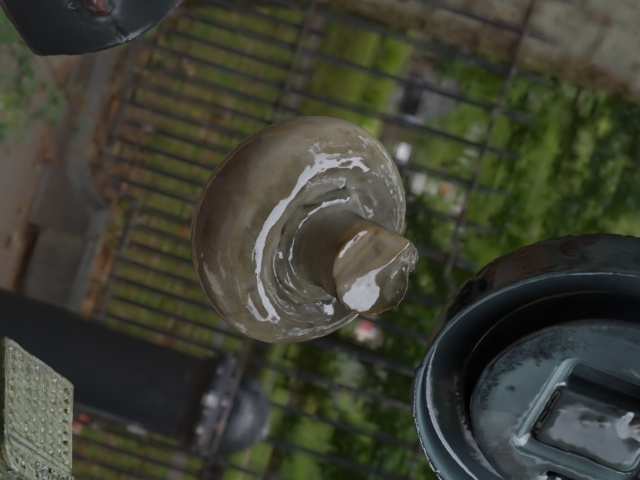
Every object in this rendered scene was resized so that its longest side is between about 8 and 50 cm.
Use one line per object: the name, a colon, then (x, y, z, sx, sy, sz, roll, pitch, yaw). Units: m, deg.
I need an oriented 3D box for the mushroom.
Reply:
mushroom: (0.000, 0.000, 1.305, 0.204, 0.204, 0.204, 18, 90, -89)

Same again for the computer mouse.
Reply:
computer mouse: (-0.232, -0.289, 1.355, 0.100, 0.170, 0.269, -88, 156, -58)

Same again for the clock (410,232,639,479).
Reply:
clock: (0.230, 0.130, 1.248, 0.061, 0.313, 0.312, -73, 180, -52)

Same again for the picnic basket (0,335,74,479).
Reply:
picnic basket: (-0.372, 0.215, 1.609, 0.134, 0.196, 0.154, 51, 28, -51)
